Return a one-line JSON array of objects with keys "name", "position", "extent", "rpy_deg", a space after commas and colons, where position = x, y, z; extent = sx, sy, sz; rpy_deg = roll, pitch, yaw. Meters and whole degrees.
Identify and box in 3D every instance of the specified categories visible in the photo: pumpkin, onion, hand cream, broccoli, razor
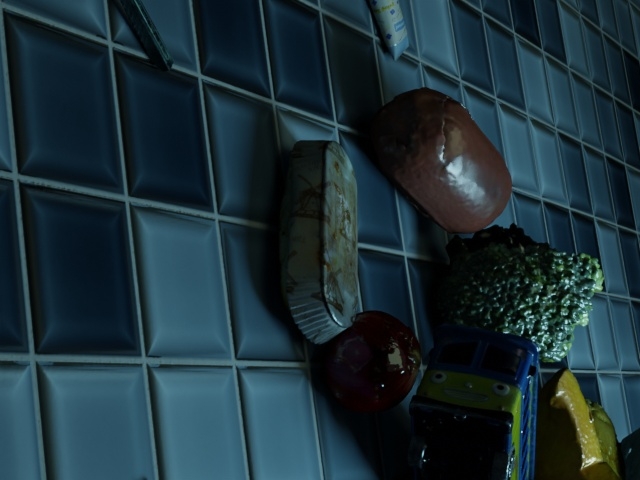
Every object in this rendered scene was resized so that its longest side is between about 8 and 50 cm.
[{"name": "pumpkin", "position": [0.300, 0.351, 1.899], "extent": [0.095, 0.290, 0.258], "rpy_deg": [-2, 64, -49]}, {"name": "onion", "position": [0.063, 0.149, 1.653], "extent": [0.131, 0.131, 0.131], "rpy_deg": [35, 49, -53]}, {"name": "hand cream", "position": [0.095, -0.358, 2.015], "extent": [0.065, 0.043, 0.171], "rpy_deg": [-51, 128, -50]}, {"name": "broccoli", "position": [0.293, 0.085, 2.055], "extent": [0.247, 0.263, 0.243], "rpy_deg": [50, -7, 11]}, {"name": "razor", "position": [-0.206, -0.255, 1.407], "extent": [0.190, 0.033, 0.066], "rpy_deg": [58, 33, -33]}]

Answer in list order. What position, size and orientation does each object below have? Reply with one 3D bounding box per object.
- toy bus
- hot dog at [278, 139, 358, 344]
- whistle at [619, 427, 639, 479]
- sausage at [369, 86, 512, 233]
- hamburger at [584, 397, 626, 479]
[{"name": "toy bus", "position": [0.197, 0.265, 1.724], "extent": [0.175, 0.138, 0.288], "rpy_deg": [-63, 156, -45]}, {"name": "hot dog", "position": [0.000, 0.000, 1.643], "extent": [0.144, 0.075, 0.268], "rpy_deg": [50, 34, -49]}, {"name": "whistle", "position": [0.568, 0.434, 2.370], "extent": [0.405, 0.188, 0.168], "rpy_deg": [51, 46, -52]}, {"name": "sausage", "position": [0.177, -0.113, 1.940], "extent": [0.279, 0.152, 0.152], "rpy_deg": [44, 42, -47]}, {"name": "hamburger", "position": [0.413, 0.376, 2.203], "extent": [0.211, 0.132, 0.309], "rpy_deg": [62, 32, -31]}]
